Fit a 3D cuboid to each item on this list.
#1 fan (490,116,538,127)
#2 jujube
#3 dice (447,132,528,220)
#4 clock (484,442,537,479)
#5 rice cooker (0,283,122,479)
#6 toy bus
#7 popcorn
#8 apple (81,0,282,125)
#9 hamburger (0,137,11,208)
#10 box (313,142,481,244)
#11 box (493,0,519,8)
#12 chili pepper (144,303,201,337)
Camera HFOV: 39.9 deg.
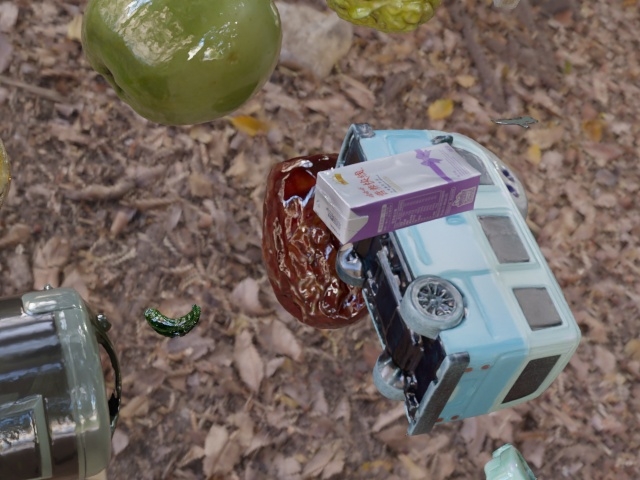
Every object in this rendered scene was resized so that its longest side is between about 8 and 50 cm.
[{"bbox_3d":[0.236,-0.141,1.052,0.055,0.004,0.083,-3,15,-5],"label":"fan"},{"bbox_3d":[0.000,0.001,1.915,0.276,0.276,0.377,-9,95,-35],"label":"jujube"},{"bbox_3d":[0.247,-0.065,1.601,0.193,0.192,0.194,34,27,-15],"label":"dice"},{"bbox_3d":[0.331,0.419,1.461,0.159,0.066,0.211,59,8,1],"label":"clock"},{"bbox_3d":[-0.479,0.247,1.399,0.325,0.335,0.335,-8,52,-22],"label":"rice cooker"},{"bbox_3d":[0.115,0.021,0.812,0.164,0.133,0.271,-6,53,-17],"label":"toy bus"},{"bbox_3d":[0.106,-0.471,1.495,0.205,0.237,0.252,4,49,-8],"label":"popcorn"},{"bbox_3d":[-0.247,-0.379,1.608,0.357,0.357,0.357,16,42,-15],"label":"apple"},{"bbox_3d":[-0.644,-0.115,1.536,0.236,0.237,0.147,30,4,1],"label":"hamburger"},{"bbox_3d":[0.056,-0.036,0.645,0.117,0.036,0.050,-16,43,-27],"label":"box"},{"bbox_3d":[0.389,-0.616,1.583,0.051,0.365,0.205,1,62,-16],"label":"box"},{"bbox_3d":[-0.254,0.140,1.506,0.035,0.118,0.056,-14,95,-57],"label":"chili pepper"}]
